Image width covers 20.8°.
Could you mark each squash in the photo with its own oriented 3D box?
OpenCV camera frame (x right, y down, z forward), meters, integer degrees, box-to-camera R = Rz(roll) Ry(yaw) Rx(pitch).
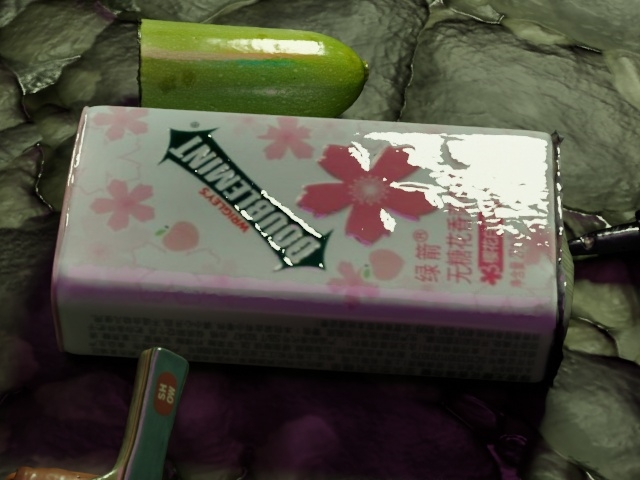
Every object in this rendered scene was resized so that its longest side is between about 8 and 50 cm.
[{"bbox_3d":[-0.054,-0.131,1.398,0.188,0.095,0.095,1,50,-3],"label":"squash"}]

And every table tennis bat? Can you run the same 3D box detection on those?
[{"bbox_3d":[-0.127,0.195,1.093,0.154,0.021,0.274,29,58,-29],"label":"table tennis bat"}]

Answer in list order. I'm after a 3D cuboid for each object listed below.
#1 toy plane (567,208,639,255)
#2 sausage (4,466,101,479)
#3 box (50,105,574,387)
[{"bbox_3d":[0.298,-0.018,1.327,0.246,0.078,0.169,-9,79,-7],"label":"toy plane"},{"bbox_3d":[-0.127,0.183,1.162,0.176,0.040,0.047,9,43,2],"label":"sausage"},{"bbox_3d":[0.000,0.000,1.274,0.369,0.112,0.190,2,54,1],"label":"box"}]
